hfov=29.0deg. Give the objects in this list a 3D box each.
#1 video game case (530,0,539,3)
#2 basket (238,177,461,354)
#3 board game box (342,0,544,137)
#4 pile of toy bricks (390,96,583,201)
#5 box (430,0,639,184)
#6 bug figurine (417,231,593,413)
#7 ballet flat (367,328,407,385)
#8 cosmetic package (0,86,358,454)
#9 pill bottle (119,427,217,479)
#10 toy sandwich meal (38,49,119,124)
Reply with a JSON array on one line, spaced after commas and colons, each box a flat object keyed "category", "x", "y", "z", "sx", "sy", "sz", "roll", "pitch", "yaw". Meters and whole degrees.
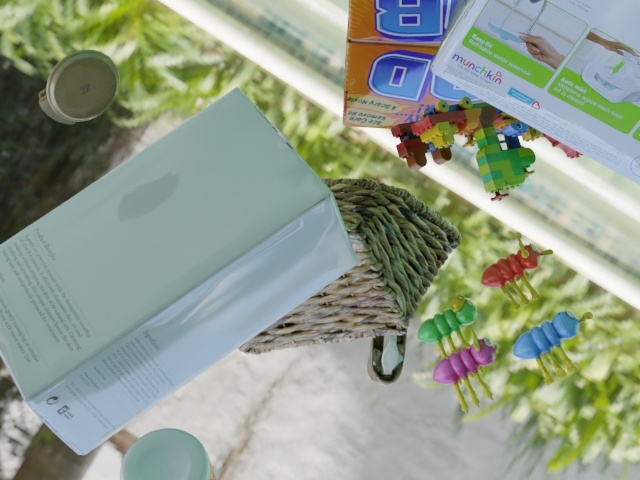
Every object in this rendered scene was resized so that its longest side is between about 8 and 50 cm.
[{"category": "video game case", "x": 0.184, "y": -0.292, "z": 0.718, "sx": 0.275, "sy": 0.248, "sz": 0.035, "roll": 49, "pitch": -156, "yaw": -43}, {"category": "basket", "x": 0.000, "y": 0.000, "z": 1.686, "sx": 0.299, "sy": 0.223, "sz": 0.213, "roll": -11, "pitch": 118, "yaw": 37}, {"category": "board game box", "x": 0.222, "y": -0.403, "z": 1.803, "sx": 0.356, "sy": 0.356, "sz": 0.356, "roll": 3, "pitch": 142, "yaw": 1}, {"category": "pile of toy bricks", "x": 0.183, "y": -0.094, "z": 1.297, "sx": 0.212, "sy": 0.105, "sz": 0.118, "roll": -11, "pitch": 171, "yaw": -32}, {"category": "box", "x": 0.264, "y": -0.189, "z": 1.020, "sx": 0.262, "sy": 0.231, "sz": 0.126, "roll": 27, "pitch": -140, "yaw": -4}, {"category": "bug figurine", "x": 0.230, "y": 0.104, "z": 1.606, "sx": 0.072, "sy": 0.216, "sz": 0.279, "roll": 52, "pitch": -170, "yaw": -23}, {"category": "ballet flat", "x": 0.114, "y": 0.134, "z": 1.954, "sx": 0.073, "sy": 0.206, "sz": 0.067, "roll": 0, "pitch": -171, "yaw": -7}, {"category": "cosmetic package", "x": -0.168, "y": 0.030, "z": 1.311, "sx": 0.197, "sy": 0.366, "sz": 0.155, "roll": 52, "pitch": 171, "yaw": 34}, {"category": "pill bottle", "x": -0.140, "y": 0.251, "z": 1.203, "sx": 0.086, "sy": 0.086, "sz": 0.152, "roll": 32, "pitch": 154, "yaw": 24}, {"category": "toy sandwich meal", "x": -0.242, "y": -0.156, "z": 1.241, "sx": 0.085, "sy": 0.085, "sz": 0.029, "roll": 31, "pitch": -172, "yaw": -44}]
